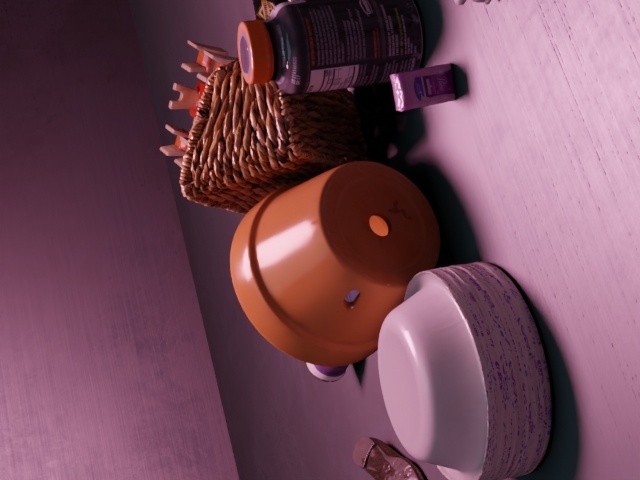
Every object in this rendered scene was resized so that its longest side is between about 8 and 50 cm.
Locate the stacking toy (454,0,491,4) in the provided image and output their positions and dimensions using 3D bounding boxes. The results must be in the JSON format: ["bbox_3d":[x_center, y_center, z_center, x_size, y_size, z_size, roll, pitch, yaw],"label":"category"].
[{"bbox_3d":[0.181,-0.396,1.207,0.167,0.052,0.221,128,133,-67],"label":"stacking toy"}]

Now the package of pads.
[{"bbox_3d":[0.135,-0.201,1.410,0.032,0.083,0.050,-166,65,-68],"label":"package of pads"}]

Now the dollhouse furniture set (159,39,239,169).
[{"bbox_3d":[-0.221,-0.279,2.383,0.259,0.135,0.262,37,116,46],"label":"dollhouse furniture set"}]

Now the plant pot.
[{"bbox_3d":[0.038,0.016,1.568,0.203,0.290,0.291,-42,57,53],"label":"plant pot"}]

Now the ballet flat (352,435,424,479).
[{"bbox_3d":[0.130,0.407,1.848,0.084,0.058,0.250,-63,25,0],"label":"ballet flat"}]

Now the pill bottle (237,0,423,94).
[{"bbox_3d":[0.010,-0.276,1.507,0.130,0.245,0.131,171,90,-74],"label":"pill bottle"}]

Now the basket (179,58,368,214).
[{"bbox_3d":[-0.085,-0.177,1.713,0.299,0.223,0.214,9,-116,-63],"label":"basket"}]

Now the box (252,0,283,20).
[{"bbox_3d":[-0.105,-0.489,2.059,0.175,0.051,0.220,28,-128,-86],"label":"box"}]

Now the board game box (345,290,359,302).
[{"bbox_3d":[0.000,0.000,1.890,0.027,0.145,0.281,112,145,-61],"label":"board game box"}]

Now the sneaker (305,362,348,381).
[{"bbox_3d":[0.006,0.123,2.077,0.124,0.107,0.283,-61,42,43],"label":"sneaker"}]

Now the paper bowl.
[{"bbox_3d":[0.170,0.176,1.391,0.284,0.148,0.284,171,90,-76],"label":"paper bowl"}]
